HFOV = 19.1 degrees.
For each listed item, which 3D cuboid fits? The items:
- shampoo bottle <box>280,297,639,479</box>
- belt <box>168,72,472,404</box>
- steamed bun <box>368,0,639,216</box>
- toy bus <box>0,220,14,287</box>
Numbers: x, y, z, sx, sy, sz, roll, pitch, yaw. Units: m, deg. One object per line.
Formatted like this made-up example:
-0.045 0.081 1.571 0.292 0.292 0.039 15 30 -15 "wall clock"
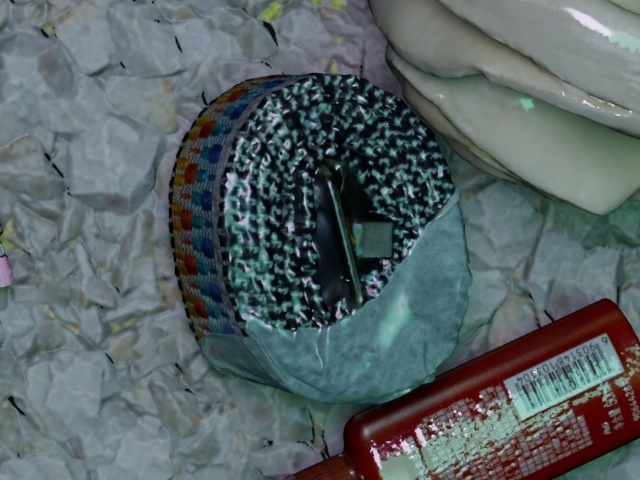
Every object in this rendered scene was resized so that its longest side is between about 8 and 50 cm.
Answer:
0.120 0.160 1.524 0.314 0.076 0.118 -25 101 -8 "shampoo bottle"
0.000 0.000 1.446 0.207 0.150 0.257 -17 100 -20 "belt"
0.172 -0.166 1.374 0.255 0.367 0.342 -39 83 9 "steamed bun"
-0.334 0.020 1.417 0.203 0.063 0.090 -11 98 -10 "toy bus"
